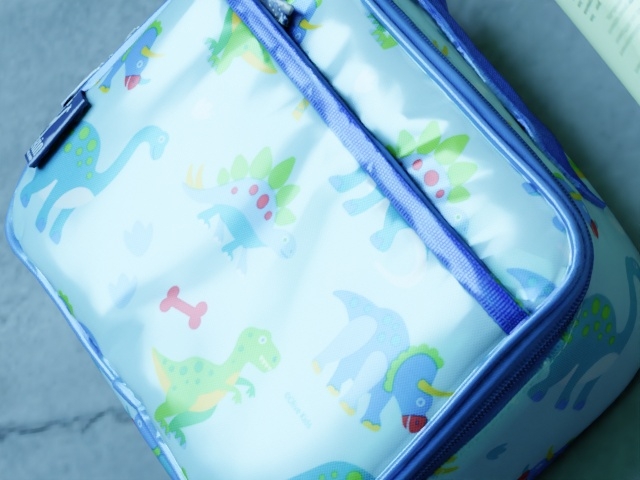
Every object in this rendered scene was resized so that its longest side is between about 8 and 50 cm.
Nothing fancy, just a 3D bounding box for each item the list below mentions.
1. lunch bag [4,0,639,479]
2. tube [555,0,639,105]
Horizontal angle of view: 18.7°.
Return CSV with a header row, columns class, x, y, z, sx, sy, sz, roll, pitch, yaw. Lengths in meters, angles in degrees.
class,x,y,z,sx,sy,sz,roll,pitch,yaw
lunch bag,0.000,0.000,0.682,0.176,0.090,0.219,-44,56,12
tube,0.115,-0.090,0.653,0.240,0.062,0.070,52,150,29
